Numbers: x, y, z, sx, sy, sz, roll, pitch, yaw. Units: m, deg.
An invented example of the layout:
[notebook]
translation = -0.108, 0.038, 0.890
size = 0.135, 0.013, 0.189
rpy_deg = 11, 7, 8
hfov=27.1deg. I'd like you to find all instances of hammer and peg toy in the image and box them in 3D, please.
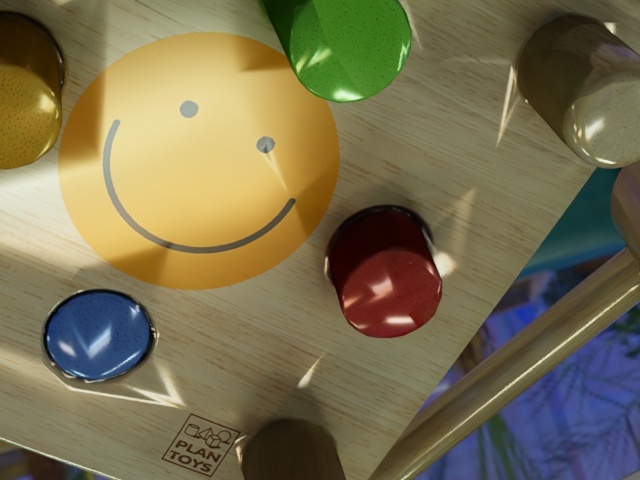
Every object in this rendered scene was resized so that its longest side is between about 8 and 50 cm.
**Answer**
[hammer and peg toy]
translation = 0.000, 0.000, 0.474
size = 0.361, 0.127, 0.266
rpy_deg = 26, 109, -24

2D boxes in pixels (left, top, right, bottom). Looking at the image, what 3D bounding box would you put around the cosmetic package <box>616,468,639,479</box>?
[cosmetic package]
translation = 0.200, 0.250, 0.675
size = 0.161, 0.230, 0.453
rpy_deg = 23, 143, -17
